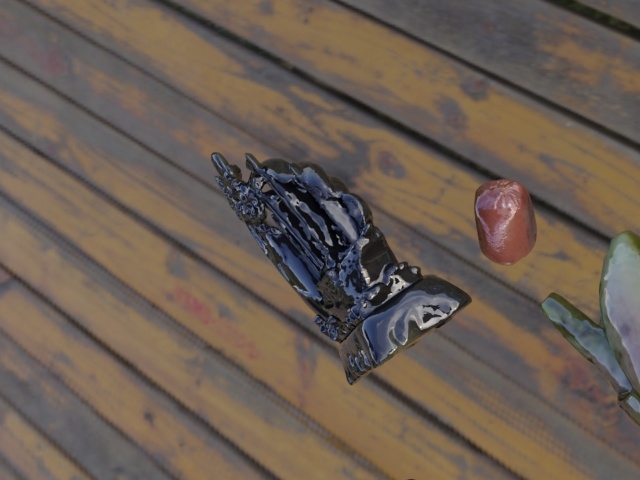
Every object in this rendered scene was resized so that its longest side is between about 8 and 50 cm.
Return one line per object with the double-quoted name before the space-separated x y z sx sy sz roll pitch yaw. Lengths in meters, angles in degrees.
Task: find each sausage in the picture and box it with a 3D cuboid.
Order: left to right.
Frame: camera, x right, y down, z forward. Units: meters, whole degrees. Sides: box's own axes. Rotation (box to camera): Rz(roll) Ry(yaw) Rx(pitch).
"sausage" 0.182 -0.017 1.204 0.054 0.059 0.094 -1 132 18

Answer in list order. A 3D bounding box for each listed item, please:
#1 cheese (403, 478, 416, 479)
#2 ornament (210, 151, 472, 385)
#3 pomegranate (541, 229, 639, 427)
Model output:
"cheese" 0.107 0.230 0.813 0.092 0.047 0.171 -3 120 51
"ornament" 0.000 0.000 1.108 0.260 0.106 0.251 51 167 4
"pomegranate" 0.176 0.127 0.416 0.236 0.236 0.302 -33 54 36
